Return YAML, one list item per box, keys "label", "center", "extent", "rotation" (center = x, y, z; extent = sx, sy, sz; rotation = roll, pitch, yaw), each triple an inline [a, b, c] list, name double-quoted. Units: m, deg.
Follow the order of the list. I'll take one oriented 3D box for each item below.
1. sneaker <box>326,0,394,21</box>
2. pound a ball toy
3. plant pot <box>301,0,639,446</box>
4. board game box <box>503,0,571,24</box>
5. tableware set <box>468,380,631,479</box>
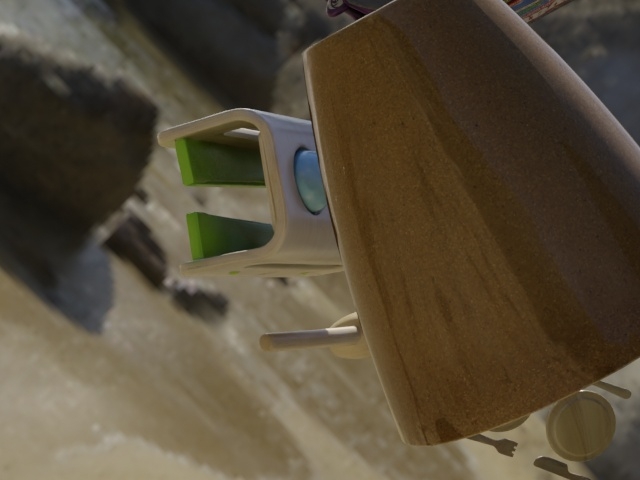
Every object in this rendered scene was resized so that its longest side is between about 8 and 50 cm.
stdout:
- label: "sneaker"
  center: [0.032, -0.270, 1.723]
  extent: [0.083, 0.098, 0.223]
  rotation: [12, -40, 54]
- label: "pound a ball toy"
  center: [0.000, 0.000, 1.606]
  extent: [0.319, 0.136, 0.208]
  rotation: [4, 74, -66]
- label: "plant pot"
  center: [0.098, -0.036, 1.161]
  extent: [0.254, 0.237, 0.237]
  rotation: [62, 4, -6]
- label: "board game box"
  center: [0.249, -0.272, 1.927]
  extent: [0.027, 0.281, 0.145]
  rotation: [61, -1, 7]
- label: "tableware set"
  center: [0.257, 0.197, 2.146]
  extent: [0.194, 0.128, 0.039]
  rotation: [22, 5, -16]
